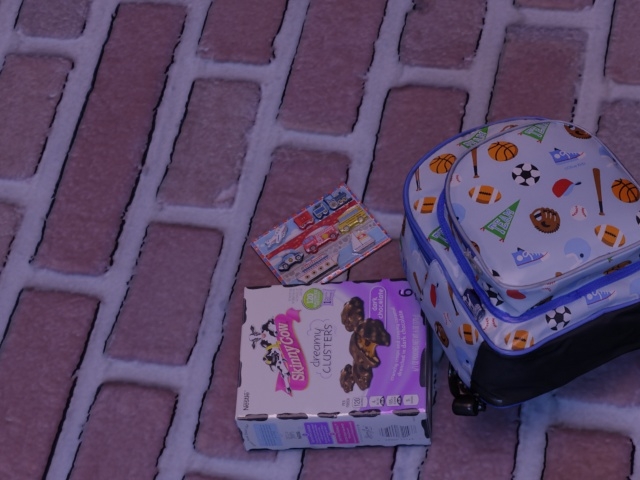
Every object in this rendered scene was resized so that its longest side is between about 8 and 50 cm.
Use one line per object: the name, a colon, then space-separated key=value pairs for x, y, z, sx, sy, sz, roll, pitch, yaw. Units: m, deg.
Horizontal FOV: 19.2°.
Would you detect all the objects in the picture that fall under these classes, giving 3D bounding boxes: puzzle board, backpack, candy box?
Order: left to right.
puzzle board: x=0.000 y=0.000 z=2.075 sx=0.128 sy=0.011 sz=0.096 roll=-33 pitch=57 yaw=-11
candy box: x=0.016 y=0.128 z=1.949 sx=0.196 sy=0.070 sz=0.165 roll=-3 pitch=55 yaw=8
backpack: x=0.202 y=0.003 z=1.882 sx=0.276 sy=0.213 sz=0.263 roll=-19 pitch=49 yaw=-22
